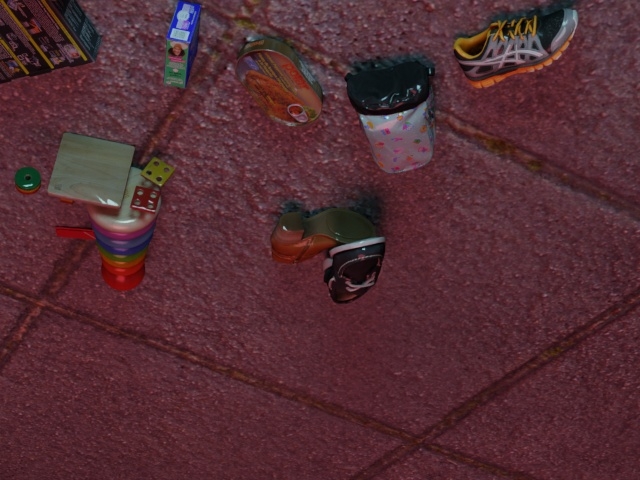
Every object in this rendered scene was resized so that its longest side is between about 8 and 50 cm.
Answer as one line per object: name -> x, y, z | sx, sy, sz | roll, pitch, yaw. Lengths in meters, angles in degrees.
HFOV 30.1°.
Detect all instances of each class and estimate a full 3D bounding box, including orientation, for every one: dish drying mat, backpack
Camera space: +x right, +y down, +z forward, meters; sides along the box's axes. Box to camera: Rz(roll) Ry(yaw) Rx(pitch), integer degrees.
dish drying mat -> -0.497, -0.014, 2.427 | 0.083, 0.008, 0.032 | 4, 144, 4
backpack -> 0.125, -0.201, 1.986 | 0.152, 0.115, 0.182 | -5, 144, 12

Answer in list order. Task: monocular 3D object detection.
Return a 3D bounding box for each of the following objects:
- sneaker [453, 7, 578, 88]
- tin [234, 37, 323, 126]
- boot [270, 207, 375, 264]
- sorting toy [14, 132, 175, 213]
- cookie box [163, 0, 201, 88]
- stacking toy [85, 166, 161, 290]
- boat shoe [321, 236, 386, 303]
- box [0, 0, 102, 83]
sneaker -> 0.300, -0.307, 1.846 | 0.215, 0.084, 0.083 | -24, 129, 36
tin -> -0.067, -0.264, 2.000 | 0.106, 0.040, 0.189 | -10, 140, 28
boot -> 0.000, 0.000, 2.323 | 0.197, 0.073, 0.152 | 7, 152, -6
sorting toy -> -0.408, -0.117, 2.175 | 0.274, 0.132, 0.046 | 11, 151, -5
cookie box -> -0.222, -0.313, 1.915 | 0.040, 0.092, 0.107 | 12, 143, -2
stacking toy -> -0.383, -0.004, 2.337 | 0.141, 0.141, 0.330 | 9, 150, -3
boat shoe -> 0.070, 0.059, 2.267 | 0.114, 0.091, 0.302 | -10, 171, -6
box -> -0.512, -0.375, 1.909 | 0.216, 0.060, 0.270 | -10, 140, 20
